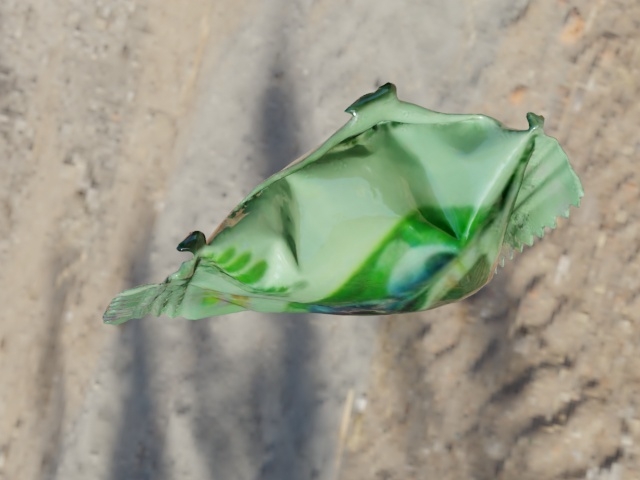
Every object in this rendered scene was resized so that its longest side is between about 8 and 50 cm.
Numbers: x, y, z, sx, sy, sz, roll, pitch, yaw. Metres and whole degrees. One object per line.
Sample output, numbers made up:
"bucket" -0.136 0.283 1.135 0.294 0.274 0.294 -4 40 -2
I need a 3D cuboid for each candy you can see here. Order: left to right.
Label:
"candy" 0.002 0.006 1.281 0.263 0.398 0.172 105 143 -70
